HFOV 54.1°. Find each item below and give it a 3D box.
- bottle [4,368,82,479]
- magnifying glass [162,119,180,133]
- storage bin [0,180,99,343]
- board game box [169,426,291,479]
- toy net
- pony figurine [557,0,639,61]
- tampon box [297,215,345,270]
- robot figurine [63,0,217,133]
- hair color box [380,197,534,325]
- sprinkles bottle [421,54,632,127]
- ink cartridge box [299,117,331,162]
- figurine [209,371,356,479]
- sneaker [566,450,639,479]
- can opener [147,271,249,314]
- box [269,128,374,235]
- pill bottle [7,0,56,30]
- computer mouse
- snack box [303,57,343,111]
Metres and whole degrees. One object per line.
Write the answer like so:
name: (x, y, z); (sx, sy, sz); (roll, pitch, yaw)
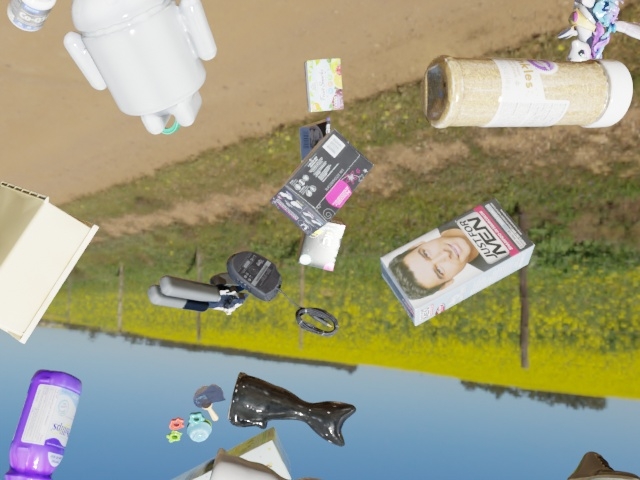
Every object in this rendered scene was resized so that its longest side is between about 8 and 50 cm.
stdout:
bottle: (-0.574, 0.413, 1.283); (0.092, 0.283, 0.118); (5, 154, 6)
magnifying glass: (-0.436, -0.396, 1.663); (0.092, 0.231, 0.026); (-10, -166, 29)
storage bin: (-0.628, 0.031, 1.268); (0.260, 0.262, 0.123); (15, 162, 42)
board game box: (-0.216, 0.514, 1.321); (0.303, 0.097, 0.224); (-26, 173, -7)
toy net: (-0.327, 0.449, 1.659); (0.122, 0.232, 0.045); (14, -151, -18)
pony figurine: (0.759, -0.625, 1.706); (0.351, 0.363, 0.303); (-22, -152, -34)
tampon box: (0.000, 0.000, 2.044); (0.120, 0.161, 0.101); (13, -165, -8)
robot figurine: (-0.362, -0.394, 1.260); (0.300, 0.200, 0.353); (-13, 126, 9)
hair color box: (0.372, 0.056, 1.729); (0.374, 0.185, 0.113); (-28, 150, -8)
sprinkles bottle: (0.357, -0.255, 1.084); (0.355, 0.121, 0.121); (-4, 173, -17)
ink cartridge box: (0.002, -0.309, 2.167); (0.045, 0.206, 0.208); (8, -157, 28)
figurine: (-0.064, 0.350, 1.044); (0.209, 0.215, 0.092); (15, 173, -4)
sneaker: (0.720, 0.582, 1.576); (0.083, 0.118, 0.222); (50, 144, -5)
can opener: (-0.266, 0.114, 1.389); (0.074, 0.093, 0.280); (-38, 155, 21)
box: (0.002, -0.163, 1.774); (0.163, 0.247, 0.142); (42, 152, -7)
pill bottle: (-0.601, -0.505, 1.312); (0.078, 0.078, 0.137); (13, 159, -35)
computer mouse: (-0.072, 0.103, 1.157); (0.242, 0.071, 0.041); (38, 143, -1)
snack box: (0.009, -0.440, 1.779); (0.100, 0.141, 0.037); (-9, -166, -16)
